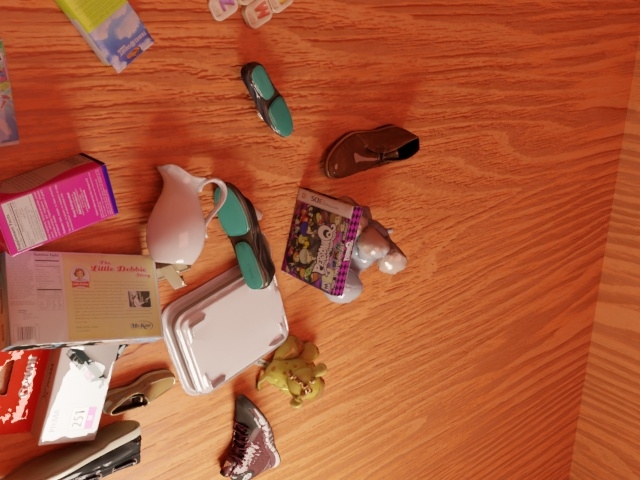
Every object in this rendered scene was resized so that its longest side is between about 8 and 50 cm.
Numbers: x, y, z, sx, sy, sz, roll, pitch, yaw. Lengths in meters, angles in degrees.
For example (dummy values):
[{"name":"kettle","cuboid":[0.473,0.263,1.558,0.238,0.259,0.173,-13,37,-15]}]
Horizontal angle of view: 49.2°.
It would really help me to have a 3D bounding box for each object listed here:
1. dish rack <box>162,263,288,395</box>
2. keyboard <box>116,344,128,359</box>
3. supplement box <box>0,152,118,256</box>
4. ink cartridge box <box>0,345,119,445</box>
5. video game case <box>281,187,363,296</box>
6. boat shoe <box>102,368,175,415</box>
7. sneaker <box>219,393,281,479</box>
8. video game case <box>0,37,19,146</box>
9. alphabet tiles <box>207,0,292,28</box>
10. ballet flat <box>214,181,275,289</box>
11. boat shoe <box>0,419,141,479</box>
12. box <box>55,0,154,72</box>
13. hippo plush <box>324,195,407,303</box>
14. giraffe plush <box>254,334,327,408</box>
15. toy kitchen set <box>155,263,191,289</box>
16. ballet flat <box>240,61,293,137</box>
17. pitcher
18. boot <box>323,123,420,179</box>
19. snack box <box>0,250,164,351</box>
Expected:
[{"name":"dish rack","cuboid":[-0.218,0.221,1.752,0.333,0.072,0.285,-32,124,-31]},{"name":"keyboard","cuboid":[-0.484,0.189,1.527,0.108,0.023,0.180,-53,134,-6]},{"name":"supplement box","cuboid":[-0.519,-0.073,1.330,0.220,0.111,0.113,-26,123,-33]},{"name":"ink cartridge box","cuboid":[-0.561,0.294,1.453,0.239,0.060,0.275,7,105,-43]},{"name":"video game case","cuboid":[0.000,0.000,1.768,0.042,0.210,0.231,4,104,-43]},{"name":"boat shoe","cuboid":[-0.413,0.361,1.621,0.190,0.072,0.068,-22,119,-36]},{"name":"sneaker","cuboid":[-0.209,0.552,1.863,0.163,0.106,0.281,-34,127,-25]},{"name":"video game case","cuboid":[-0.645,-0.245,1.209,0.213,0.023,0.193,-18,117,-37]},{"name":"alphabet tiles","cuboid":[-0.157,-0.619,1.521,0.278,0.021,0.284,-42,129,-23]},{"name":"ballet flat","cuboid":[-0.177,-0.018,1.679,0.096,0.095,0.280,-40,119,-53]},{"name":"boat shoe","cuboid":[-0.540,0.513,1.526,0.340,0.127,0.112,-22,108,-46]},{"name":"box","cuboid":[-0.413,-0.425,1.341,0.109,0.042,0.178,-48,132,-18]},{"name":"hippo plush","cuboid":[0.064,0.032,1.873,0.234,0.294,0.236,41,102,-19]},{"name":"giraffe plush","cuboid":[-0.056,0.366,1.884,0.210,0.171,0.181,7,101,-44]},{"name":"toy kitchen set","cuboid":[-0.332,0.061,1.611,0.083,0.075,0.068,-20,124,10]},{"name":"ballet flat","cuboid":[-0.128,-0.328,1.624,0.074,0.074,0.203,-47,132,-20]},{"name":"pitcher","cuboid":[-0.289,-0.050,1.531,0.178,0.126,0.207,9,84,-37]},{"name":"boot","cuboid":[0.142,-0.239,1.878,0.305,0.115,0.112,-27,124,-32]},{"name":"snack box","cuboid":[-0.480,0.120,1.416,0.322,0.060,0.187,4,70,-43]}]
